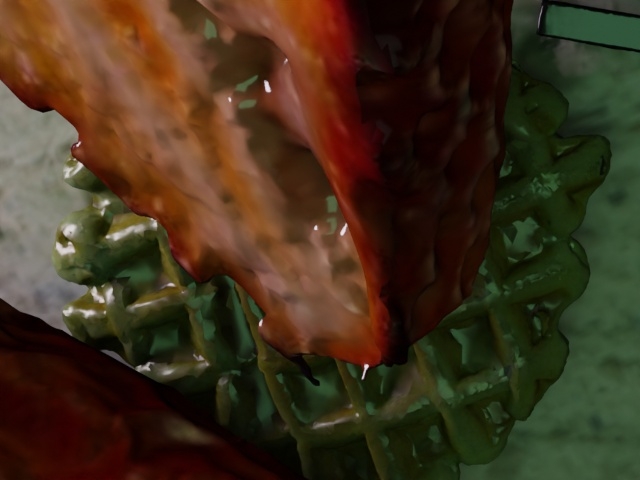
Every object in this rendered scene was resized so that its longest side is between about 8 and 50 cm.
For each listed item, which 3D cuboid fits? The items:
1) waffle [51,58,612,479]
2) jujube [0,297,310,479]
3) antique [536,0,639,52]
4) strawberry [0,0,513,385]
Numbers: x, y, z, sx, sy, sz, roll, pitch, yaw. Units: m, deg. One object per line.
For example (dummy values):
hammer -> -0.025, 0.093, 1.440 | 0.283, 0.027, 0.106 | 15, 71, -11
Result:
waffle -> 0.000, 0.000, 0.744 | 0.214, 0.054, 0.208 | 28, 110, 9
jujube -> -0.127, 0.137, 0.711 | 0.342, 0.216, 0.216 | 18, 106, 13
antique -> 0.176, -0.068, 0.707 | 0.192, 0.031, 0.015 | 11, 98, 8
strawberry -> -0.012, -0.115, 0.608 | 0.280, 0.150, 0.253 | 45, 150, -3
